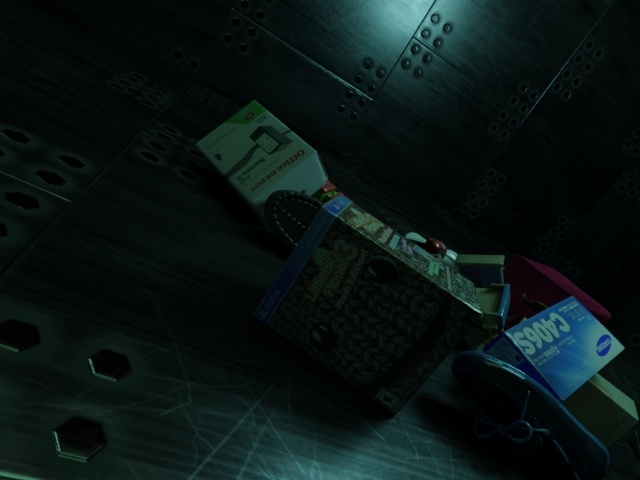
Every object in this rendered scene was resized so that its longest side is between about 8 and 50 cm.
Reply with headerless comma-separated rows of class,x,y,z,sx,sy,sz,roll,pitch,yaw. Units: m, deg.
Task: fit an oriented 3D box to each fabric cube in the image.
fabric cube,0.716,0.235,1.428,0.258,0.254,0.259,18,24,-40

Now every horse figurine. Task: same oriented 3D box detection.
horse figurine,0.626,0.274,1.197,0.066,0.174,0.263,-22,91,-34

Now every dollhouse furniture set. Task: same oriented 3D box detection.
dollhouse furniture set,0.402,0.203,1.275,0.287,0.198,0.303,0,31,30

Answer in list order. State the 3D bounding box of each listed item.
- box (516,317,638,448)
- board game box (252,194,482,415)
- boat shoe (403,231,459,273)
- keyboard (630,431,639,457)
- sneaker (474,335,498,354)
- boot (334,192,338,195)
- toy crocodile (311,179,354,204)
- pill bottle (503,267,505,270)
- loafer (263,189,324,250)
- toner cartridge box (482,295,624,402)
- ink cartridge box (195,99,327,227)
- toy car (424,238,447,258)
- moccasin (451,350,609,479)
box,0.594,0.356,1.096,0.311,0.147,0.121,40,21,24
board game box,0.078,0.102,0.750,0.291,0.232,0.141,34,18,4
boat shoe,0.426,0.059,1.676,0.258,0.095,0.084,26,21,12
keyboard,1.001,0.653,1.192,0.317,0.033,0.202,40,26,18
sneaker,0.482,0.338,0.992,0.290,0.123,0.106,44,19,26
boot,-0.003,-0.104,1.376,0.245,0.088,0.176,18,23,-17
toy crocodile,0.007,-0.123,1.231,0.341,0.105,0.115,41,40,16
pill bottle,0.582,0.161,1.560,0.219,0.122,0.123,-4,38,-37
loafer,0.000,0.000,1.093,0.366,0.133,0.130,34,-11,-28
toner cartridge box,0.534,0.244,0.987,0.348,0.075,0.165,-11,55,-39
ink cartridge box,-0.154,-0.205,1.142,0.289,0.211,0.121,44,-10,31
toy car,0.394,0.071,1.514,0.238,0.053,0.225,62,-9,-18
moccasin,0.376,0.337,0.784,0.342,0.116,0.137,37,-26,3
